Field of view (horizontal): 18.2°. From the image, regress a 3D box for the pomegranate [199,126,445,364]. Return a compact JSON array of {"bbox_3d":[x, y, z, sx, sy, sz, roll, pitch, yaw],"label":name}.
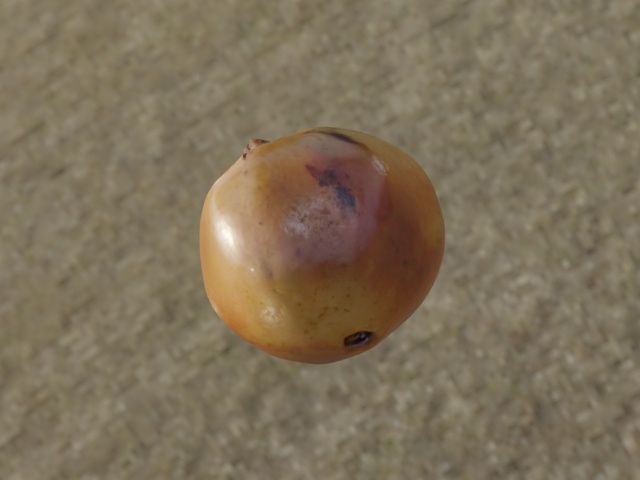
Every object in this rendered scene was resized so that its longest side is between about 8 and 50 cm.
[{"bbox_3d":[0.001,0.006,1.675,0.209,0.209,0.209,-23,30,14],"label":"pomegranate"}]
